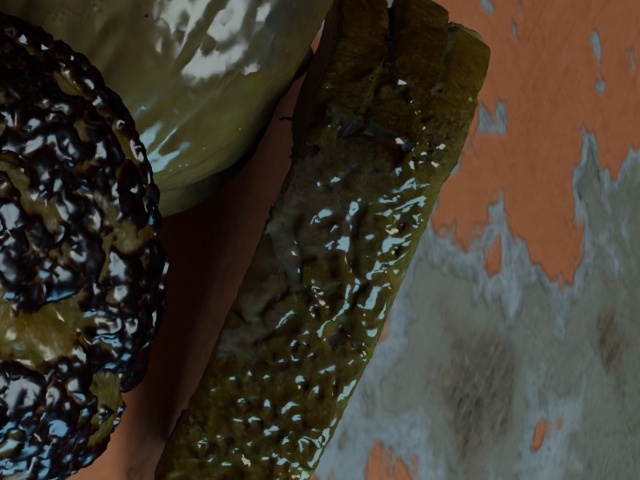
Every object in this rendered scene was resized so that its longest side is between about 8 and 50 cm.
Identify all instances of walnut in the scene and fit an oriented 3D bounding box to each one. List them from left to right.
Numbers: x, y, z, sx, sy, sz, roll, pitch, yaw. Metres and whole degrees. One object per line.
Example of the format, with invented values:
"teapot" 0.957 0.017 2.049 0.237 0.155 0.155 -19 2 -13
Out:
"walnut" -0.081 -0.123 0.986 0.204 0.141 0.238 -32 115 -46

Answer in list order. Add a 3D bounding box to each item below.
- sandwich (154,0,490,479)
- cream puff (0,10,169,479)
"sandwich" 0.005 0.002 1.104 0.254 0.099 0.288 -80 -168 -65
"cream puff" -0.165 0.012 0.837 0.239 0.165 0.239 -8 101 -50
